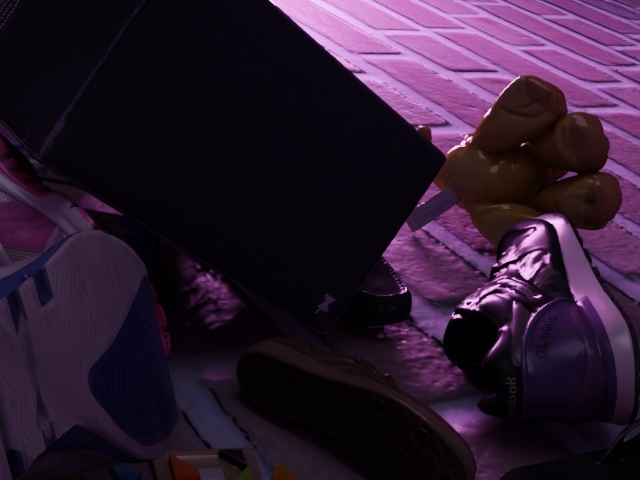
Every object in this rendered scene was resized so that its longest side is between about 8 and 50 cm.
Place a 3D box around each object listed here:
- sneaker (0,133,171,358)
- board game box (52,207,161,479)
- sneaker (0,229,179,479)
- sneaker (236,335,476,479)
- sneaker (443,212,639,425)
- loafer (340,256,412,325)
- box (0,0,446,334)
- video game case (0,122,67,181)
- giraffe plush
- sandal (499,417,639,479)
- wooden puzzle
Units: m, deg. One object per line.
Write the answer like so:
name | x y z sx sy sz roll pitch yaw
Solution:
sneaker | -0.203 0.012 0.740 0.252 0.111 0.103 40 -8 19
board game box | -0.243 0.050 0.799 0.213 0.046 0.317 10 24 -3
sneaker | -0.203 0.077 0.532 0.182 0.127 0.315 -11 1 16
sneaker | 0.034 0.109 0.768 0.188 0.066 0.071 26 27 28
sneaker | 0.155 0.052 0.909 0.124 0.107 0.283 -4 19 -2
loafer | 0.000 0.000 0.974 0.076 0.078 0.223 -7 30 -36
box | -0.111 -0.110 0.876 0.296 0.182 0.294 35 1 -43
video game case | -0.287 -0.103 1.142 0.143 0.019 0.157 11 23 -3
giraffe plush | 0.205 -0.069 1.163 0.210 0.181 0.170 -16 2 25
sandal | 0.229 0.158 0.763 0.254 0.054 0.097 -8 31 -37
wooden puzzle | -0.066 0.149 0.699 0.116 0.014 0.078 -2 27 -26
